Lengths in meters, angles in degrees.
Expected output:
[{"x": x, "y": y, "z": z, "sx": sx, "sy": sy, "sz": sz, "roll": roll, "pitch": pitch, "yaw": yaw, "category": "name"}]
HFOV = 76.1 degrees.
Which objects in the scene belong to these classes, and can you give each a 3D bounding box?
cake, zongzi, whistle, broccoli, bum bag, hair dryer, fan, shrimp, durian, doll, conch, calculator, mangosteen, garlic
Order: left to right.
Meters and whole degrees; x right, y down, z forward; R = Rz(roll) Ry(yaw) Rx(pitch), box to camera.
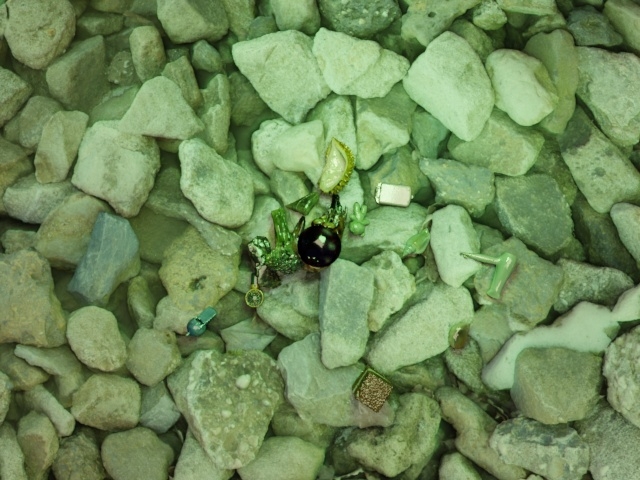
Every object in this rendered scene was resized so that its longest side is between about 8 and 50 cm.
[{"x": -0.535, "y": 0.370, "z": 1.814, "sx": 0.090, "sy": 0.090, "sz": 0.158, "roll": 44, "pitch": 50, "yaw": 3, "category": "whistle"}, {"x": -0.290, "y": 0.220, "z": 1.827, "sx": 0.082, "sy": 0.039, "sz": 0.155, "roll": 1, "pitch": 83, "yaw": 2, "category": "fan"}, {"x": -0.253, "y": 0.100, "z": 1.813, "sx": 0.102, "sy": 0.069, "sz": 0.248, "roll": -15, "pitch": 84, "yaw": -43, "category": "bum bag"}, {"x": -0.166, "y": -0.003, "z": 1.788, "sx": 0.165, "sy": 0.145, "sz": 0.304, "roll": 6, "pitch": 64, "yaw": -40, "category": "broccoli"}, {"x": -0.071, "y": -0.191, "z": 1.845, "sx": 0.130, "sy": 0.062, "sz": 0.154, "roll": 21, "pitch": 67, "yaw": 37, "category": "zongzi"}, {"x": -0.015, "y": -0.040, "z": 1.823, "sx": 0.233, "sy": 0.071, "sz": 0.365, "roll": 14, "pitch": 93, "yaw": 7, "category": "shrimp"}, {"x": 0.000, "y": 0.000, "z": 1.707, "sx": 0.194, "sy": 0.194, "sz": 0.230, "roll": 14, "pitch": 62, "yaw": 2, "category": "mangosteen"}, {"x": 0.081, "y": -0.304, "z": 1.786, "sx": 0.183, "sy": 0.138, "sz": 0.249, "roll": 20, "pitch": 89, "yaw": 35, "category": "durian"}, {"x": 0.166, "y": -0.093, "z": 1.823, "sx": 0.115, "sy": 0.077, "sz": 0.150, "roll": 22, "pitch": 74, "yaw": -35, "category": "doll"}, {"x": 0.219, "y": 0.623, "z": 1.739, "sx": 0.134, "sy": 0.147, "sz": 0.135, "roll": 34, "pitch": 89, "yaw": 4, "category": "cake"}, {"x": 0.329, "y": -0.205, "z": 1.835, "sx": 0.175, "sy": 0.032, "sz": 0.100, "roll": 8, "pitch": 88, "yaw": 1, "category": "calculator"}, {"x": 0.425, "y": 0.021, "z": 1.805, "sx": 0.180, "sy": 0.065, "sz": 0.088, "roll": -42, "pitch": 85, "yaw": -10, "category": "conch"}, {"x": 0.601, "y": 0.405, "z": 1.787, "sx": 0.084, "sy": 0.066, "sz": 0.152, "roll": 17, "pitch": 91, "yaw": -25, "category": "garlic"}, {"x": 0.718, "y": 0.121, "z": 1.803, "sx": 0.237, "sy": 0.075, "sz": 0.206, "roll": 24, "pitch": 94, "yaw": 10, "category": "hair dryer"}]
